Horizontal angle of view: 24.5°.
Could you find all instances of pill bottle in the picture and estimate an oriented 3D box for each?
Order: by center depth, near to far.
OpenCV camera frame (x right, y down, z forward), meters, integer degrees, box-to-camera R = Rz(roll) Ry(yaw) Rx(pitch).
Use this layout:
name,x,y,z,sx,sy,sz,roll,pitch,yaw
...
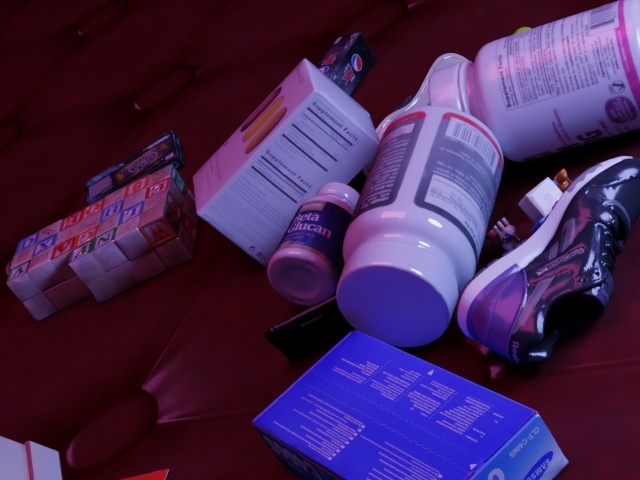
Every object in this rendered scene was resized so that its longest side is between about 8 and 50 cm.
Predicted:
name,x,y,z,sx,sy,sz,roll,pitch,yaw
pill bottle,0.118,-0.017,1.774,0.161,0.161,0.283,-15,36,32
pill bottle,0.292,-0.192,1.868,0.283,0.160,0.160,-15,31,24
pill bottle,0.000,0.000,1.955,0.094,0.094,0.169,-14,32,33

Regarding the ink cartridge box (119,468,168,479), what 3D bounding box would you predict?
name,x,y,z,sx,sy,sz,roll,pitch,yaw
ink cartridge box,-0.270,0.336,1.743,0.145,0.045,0.179,-17,33,28

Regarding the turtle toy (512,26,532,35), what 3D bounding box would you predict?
name,x,y,z,sx,sy,sz,roll,pitch,yaw
turtle toy,0.315,-0.267,2.093,0.095,0.066,0.130,-37,27,-9

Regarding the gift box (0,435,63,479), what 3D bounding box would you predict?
name,x,y,z,sx,sy,sz,roll,pitch,yaw
gift box,-0.423,0.352,1.597,0.276,0.258,0.255,-40,42,27

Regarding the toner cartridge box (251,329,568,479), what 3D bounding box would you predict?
name,x,y,z,sx,sy,sz,roll,pitch,yaw
toner cartridge box,0.082,0.209,1.535,0.165,0.075,0.348,-42,27,-16

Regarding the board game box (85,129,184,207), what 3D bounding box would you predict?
name,x,y,z,sx,sy,sz,roll,pitch,yaw
board game box,-0.327,-0.117,2.590,0.186,0.026,0.126,-31,26,5

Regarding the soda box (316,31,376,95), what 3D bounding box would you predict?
name,x,y,z,sx,sy,sz,roll,pitch,yaw
soda box,0.027,-0.270,2.423,0.053,0.060,0.169,-8,35,38

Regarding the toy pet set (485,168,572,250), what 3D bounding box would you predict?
name,x,y,z,sx,sy,sz,roll,pitch,yaw
toy pet set,0.274,-0.030,1.774,0.122,0.065,0.114,-38,-8,-17

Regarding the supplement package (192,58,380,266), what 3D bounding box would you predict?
name,x,y,z,sx,sy,sz,roll,pitch,yaw
supplement package,-0.050,-0.111,2.082,0.244,0.134,0.139,-46,23,14

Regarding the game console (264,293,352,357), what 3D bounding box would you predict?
name,x,y,z,sx,sy,sz,roll,pitch,yaw
game console,-0.005,0.088,1.845,0.122,0.107,0.071,-28,55,11

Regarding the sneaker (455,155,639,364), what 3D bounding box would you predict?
name,x,y,z,sx,sy,sz,roll,pitch,yaw
sneaker,0.290,0.031,1.612,0.283,0.107,0.124,-44,43,-13

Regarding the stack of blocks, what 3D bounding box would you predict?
name,x,y,z,sx,sy,sz,roll,pitch,yaw
stack of blocks,-0.342,0.014,2.315,0.297,0.087,0.171,-25,28,15

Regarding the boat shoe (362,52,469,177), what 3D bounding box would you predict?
name,x,y,z,sx,sy,sz,roll,pitch,yaw
boat shoe,0.140,-0.164,2.126,0.233,0.084,0.079,-51,-7,-19
